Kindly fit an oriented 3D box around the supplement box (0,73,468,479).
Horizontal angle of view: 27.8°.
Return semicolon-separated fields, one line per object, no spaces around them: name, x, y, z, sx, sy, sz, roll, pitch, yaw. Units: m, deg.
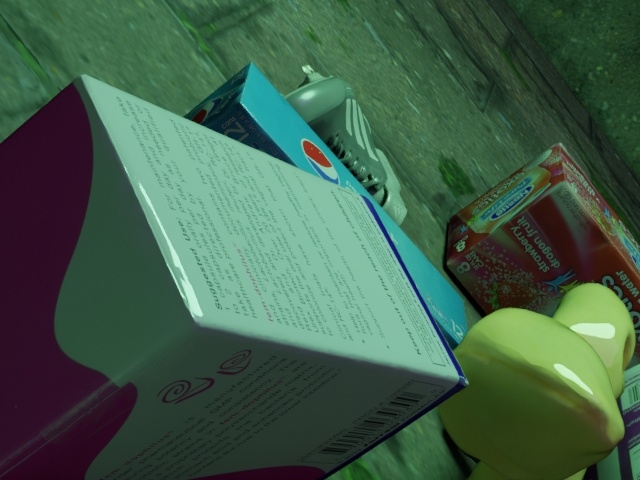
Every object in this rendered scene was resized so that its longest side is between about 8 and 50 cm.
supplement box;-0.048;0.033;0.535;0.220;0.111;0.114;19;39;-60

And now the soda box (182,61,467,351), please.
soda box;0.000;0.000;0.773;0.210;0.067;0.071;48;19;-19

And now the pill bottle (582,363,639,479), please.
pill bottle;0.271;0.213;0.897;0.169;0.169;0.301;50;20;-11

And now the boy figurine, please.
boy figurine;0.113;0.100;0.719;0.092;0.177;0.285;30;-1;13

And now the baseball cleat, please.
baseball cleat;0.016;-0.053;0.874;0.109;0.072;0.206;57;13;7

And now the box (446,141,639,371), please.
box;0.236;0.060;1.139;0.257;0.128;0.123;51;19;-12
